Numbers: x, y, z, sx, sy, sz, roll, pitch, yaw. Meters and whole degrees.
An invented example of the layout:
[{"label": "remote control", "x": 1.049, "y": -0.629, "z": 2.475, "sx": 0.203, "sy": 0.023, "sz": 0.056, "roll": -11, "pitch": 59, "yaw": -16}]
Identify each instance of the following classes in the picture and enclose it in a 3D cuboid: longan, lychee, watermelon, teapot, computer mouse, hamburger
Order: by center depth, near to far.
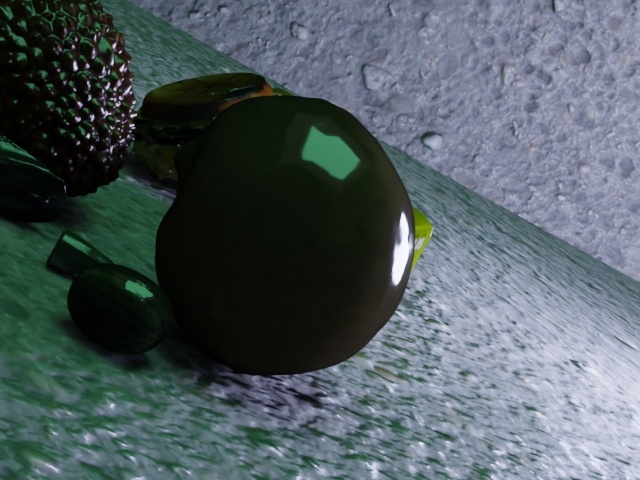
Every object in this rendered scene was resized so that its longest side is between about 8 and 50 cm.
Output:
[{"label": "watermelon", "x": -0.193, "y": 0.063, "z": 1.301, "sx": 0.110, "sy": 0.078, "sz": 0.078, "roll": 25, "pitch": 12, "yaw": 9}, {"label": "longan", "x": -0.035, "y": -0.006, "z": 1.420, "sx": 0.297, "sy": 0.297, "sz": 0.297, "roll": 27, "pitch": 13, "yaw": -6}, {"label": "teapot", "x": -0.231, "y": 0.031, "z": 1.442, "sx": 0.110, "sy": 0.043, "sz": 0.043, "roll": 28, "pitch": 12, "yaw": -11}, {"label": "computer mouse", "x": -0.344, "y": -0.063, "z": 1.501, "sx": 0.135, "sy": 0.079, "sz": 0.047, "roll": 26, "pitch": 27, "yaw": 2}, {"label": "lychee", "x": -0.327, "y": -0.168, "z": 1.611, "sx": 0.271, "sy": 0.271, "sz": 0.271, "roll": 27, "pitch": 13, "yaw": -6}, {"label": "hamburger", "x": -0.158, "y": -0.162, "z": 2.005, "sx": 0.261, "sy": 0.139, "sz": 0.243, "roll": 6, "pitch": 22, "yaw": 33}]

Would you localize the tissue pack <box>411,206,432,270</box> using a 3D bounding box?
[{"label": "tissue pack", "x": 0.000, "y": 0.000, "z": 1.762, "sx": 0.200, "sy": 0.167, "sz": 0.274, "roll": 33, "pitch": 12, "yaw": 14}]
